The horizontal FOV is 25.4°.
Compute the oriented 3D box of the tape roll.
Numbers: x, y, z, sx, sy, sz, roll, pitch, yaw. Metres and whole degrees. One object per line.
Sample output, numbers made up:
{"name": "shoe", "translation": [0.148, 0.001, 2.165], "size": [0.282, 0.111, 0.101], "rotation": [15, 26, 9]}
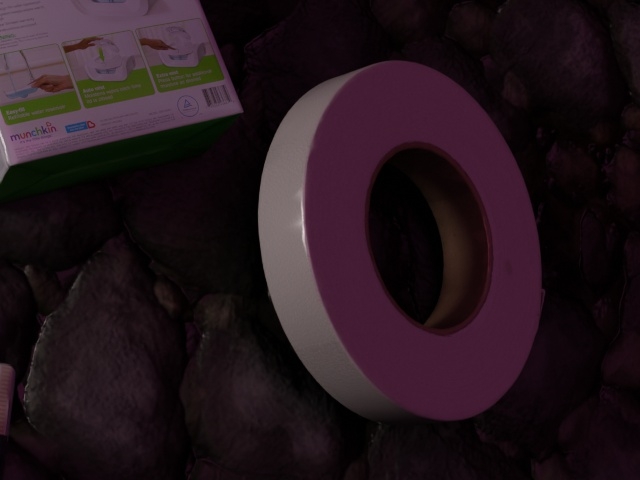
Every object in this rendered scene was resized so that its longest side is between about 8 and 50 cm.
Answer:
{"name": "tape roll", "translation": [0.096, 0.003, 1.512], "size": [0.392, 0.072, 0.392], "rotation": [15, 69, -44]}

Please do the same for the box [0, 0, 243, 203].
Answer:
{"name": "box", "translation": [-0.248, -0.186, 1.450], "size": [0.262, 0.127, 0.231], "rotation": [-17, 79, -31]}

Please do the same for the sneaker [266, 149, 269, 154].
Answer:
{"name": "sneaker", "translation": [0.000, 0.000, 1.553], "size": [0.098, 0.083, 0.224], "rotation": [-9, 84, 7]}

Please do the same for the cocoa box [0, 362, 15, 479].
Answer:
{"name": "cocoa box", "translation": [-0.448, 0.208, 1.137], "size": [0.347, 0.231, 0.228], "rotation": [12, 67, -22]}
